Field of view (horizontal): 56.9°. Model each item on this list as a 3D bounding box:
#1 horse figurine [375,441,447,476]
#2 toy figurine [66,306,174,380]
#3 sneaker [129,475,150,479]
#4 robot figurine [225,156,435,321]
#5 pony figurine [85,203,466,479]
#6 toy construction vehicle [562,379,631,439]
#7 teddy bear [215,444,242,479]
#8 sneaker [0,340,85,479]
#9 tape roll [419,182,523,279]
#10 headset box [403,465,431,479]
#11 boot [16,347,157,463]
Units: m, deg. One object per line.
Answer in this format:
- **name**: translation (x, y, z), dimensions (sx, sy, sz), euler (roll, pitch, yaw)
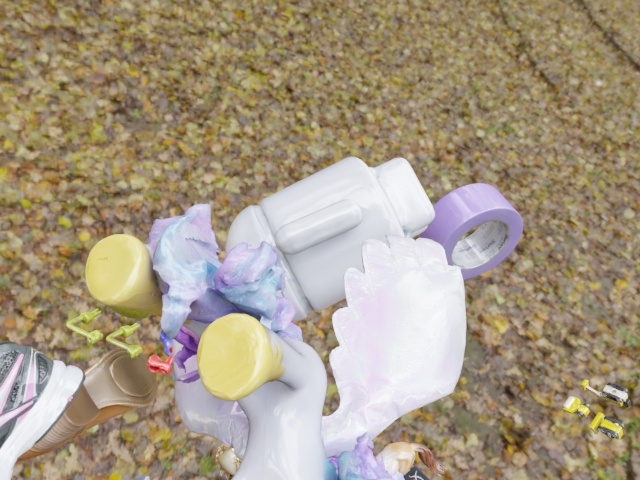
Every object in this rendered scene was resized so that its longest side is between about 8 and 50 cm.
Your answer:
- **horse figurine**: translation (0.151, 0.519, 1.303), dimensions (0.263, 0.175, 0.066), euler (-21, 22, -21)
- **toy figurine**: translation (-0.231, 0.211, 1.022), dimensions (0.362, 0.217, 0.191), euler (16, 41, 4)
- **sneaker**: translation (-0.378, 0.478, 0.880), dimensions (0.182, 0.128, 0.315), euler (2, 15, -2)
- **robot figurine**: translation (0.000, 0.000, 0.939), dimensions (0.353, 0.300, 0.200), euler (-27, 78, -1)
- **pony figurine**: translation (-0.032, 0.127, 0.466), dimensions (0.302, 0.363, 0.351), euler (-11, 62, 15)
- **toy construction vehicle**: translation (0.451, 0.271, 0.949), dimensions (0.086, 0.035, 0.098), euler (-46, 33, -21)
- **teddy bear**: translation (-0.140, 0.481, 1.304), dimensions (0.113, 0.338, 0.245), euler (-15, 73, 4)
- **sneaker**: translation (-0.256, 0.151, 0.421), dimensions (0.077, 0.072, 0.178), euler (41, 49, -19)
- **tape roll**: translation (0.298, -0.015, 1.172), dimensions (0.188, 0.189, 0.080), euler (-1, 41, -26)
- **headset box**: translation (0.105, 0.503, 0.826), dimensions (0.293, 0.110, 0.218), euler (-35, 31, -14)
- **boot**: translation (-0.406, 0.278, 0.944), dimensions (0.109, 0.220, 0.283), euler (61, 14, -2)
